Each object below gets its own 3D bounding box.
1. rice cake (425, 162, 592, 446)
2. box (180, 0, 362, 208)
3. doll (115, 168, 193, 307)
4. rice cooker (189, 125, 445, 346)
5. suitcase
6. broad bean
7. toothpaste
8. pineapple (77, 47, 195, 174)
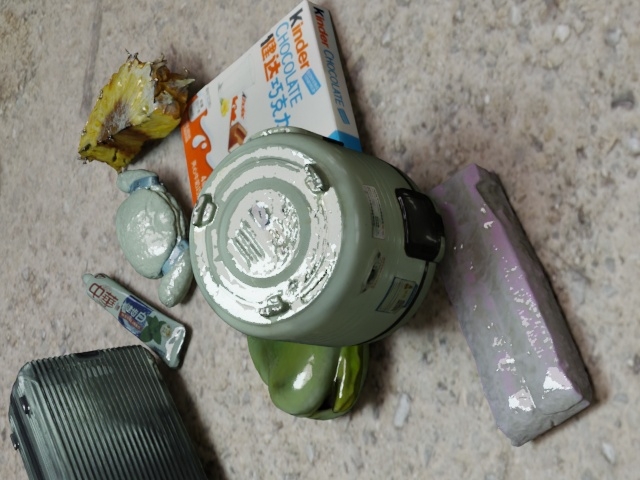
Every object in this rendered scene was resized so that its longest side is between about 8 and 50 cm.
[{"bbox_3d":[0.186,0.058,1.413,0.106,0.050,0.298,-39,57,33],"label":"rice cake"},{"bbox_3d":[-0.066,-0.117,1.675,0.265,0.048,0.273,-36,51,34],"label":"box"},{"bbox_3d":[-0.223,-0.012,1.811,0.103,0.071,0.214,-43,59,32],"label":"doll"},{"bbox_3d":[0.000,0.000,1.415,0.226,0.244,0.226,-6,78,30],"label":"rice cooker"},{"bbox_3d":[-0.261,0.281,1.704,0.312,0.202,0.128,62,144,33],"label":"suitcase"},{"bbox_3d":[-0.013,0.103,1.571,0.169,0.100,0.228,-47,52,19],"label":"broad bean"},{"bbox_3d":[-0.258,0.098,1.852,0.233,0.038,0.060,31,107,40],"label":"toothpaste"},{"bbox_3d":[-0.248,-0.189,1.849,0.233,0.079,0.135,-26,55,48],"label":"pineapple"}]
